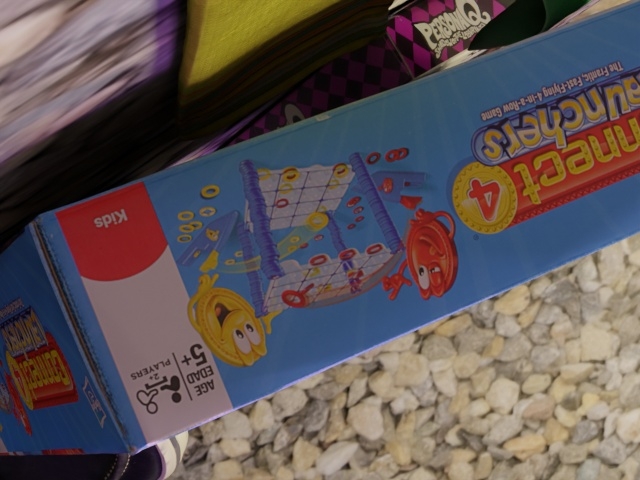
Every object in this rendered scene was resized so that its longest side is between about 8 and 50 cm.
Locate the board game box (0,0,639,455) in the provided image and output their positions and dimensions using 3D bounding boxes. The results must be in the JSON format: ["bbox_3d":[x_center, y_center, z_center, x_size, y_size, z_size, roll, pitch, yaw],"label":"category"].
[{"bbox_3d":[0.000,0.000,0.664,0.308,0.086,0.302,-22,180,-22],"label":"board game box"}]

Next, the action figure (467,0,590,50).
[{"bbox_3d":[0.162,-0.162,0.669,0.137,0.063,0.232,-35,175,40],"label":"action figure"}]

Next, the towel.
[{"bbox_3d":[-0.003,-0.078,0.492,0.102,0.021,0.237,-34,180,-8],"label":"towel"}]

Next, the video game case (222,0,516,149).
[{"bbox_3d":[0.048,-0.101,0.885,0.210,0.042,0.232,-32,179,-39],"label":"video game case"}]

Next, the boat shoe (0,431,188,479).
[{"bbox_3d":[-0.271,0.184,1.316,0.156,0.187,0.500,-40,-171,-33],"label":"boat shoe"}]
